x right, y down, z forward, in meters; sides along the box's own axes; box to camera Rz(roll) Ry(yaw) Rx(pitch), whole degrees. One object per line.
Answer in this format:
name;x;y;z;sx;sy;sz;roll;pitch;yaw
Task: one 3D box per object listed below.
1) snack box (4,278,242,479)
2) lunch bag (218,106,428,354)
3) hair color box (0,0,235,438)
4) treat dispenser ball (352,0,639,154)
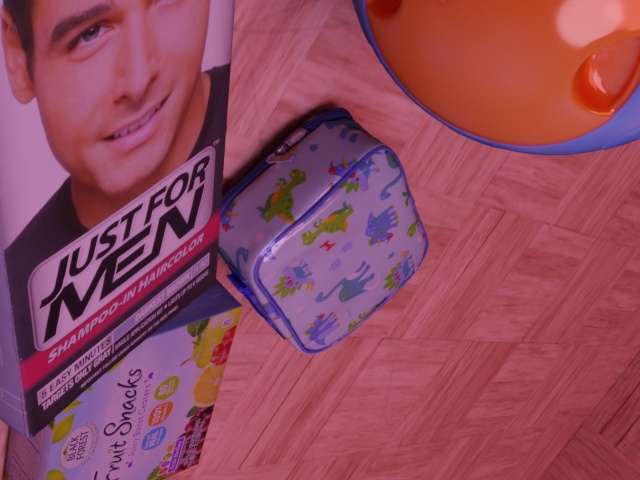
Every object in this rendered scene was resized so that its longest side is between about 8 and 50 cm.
snack box;-0.173;0.136;0.833;0.174;0.070;0.207;-16;136;-41
lunch bag;0.000;0.000;0.870;0.176;0.090;0.219;-43;148;-9
hair color box;-0.148;-0.083;0.541;0.185;0.113;0.375;-43;152;-41
treat dispenser ball;0.160;-0.201;0.650;0.288;0.288;0.288;-31;145;-25
